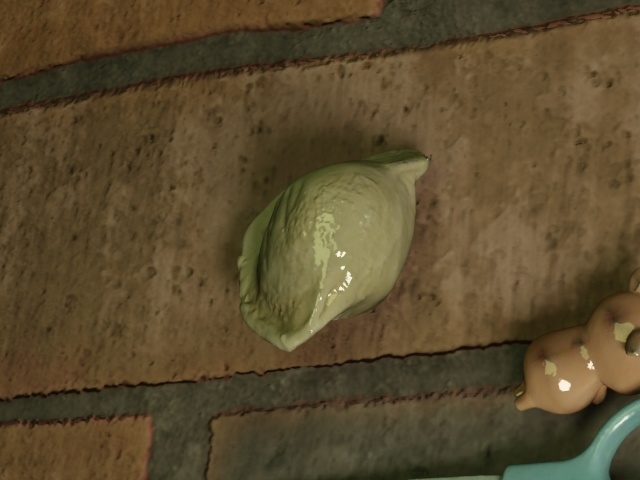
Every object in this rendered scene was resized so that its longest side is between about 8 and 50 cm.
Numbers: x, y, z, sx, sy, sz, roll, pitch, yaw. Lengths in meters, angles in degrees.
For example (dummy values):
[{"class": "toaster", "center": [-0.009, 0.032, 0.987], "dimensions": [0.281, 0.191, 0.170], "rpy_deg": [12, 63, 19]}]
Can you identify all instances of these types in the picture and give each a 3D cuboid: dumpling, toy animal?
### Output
[{"class": "dumpling", "center": [-0.002, 0.003, 1.628], "dimensions": [0.166, 0.126, 0.216], "rpy_deg": [-4, 68, 42]}, {"class": "toy animal", "center": [0.216, 0.091, 1.499], "dimensions": [0.150, 0.089, 0.083], "rpy_deg": [-37, 60, 18]}]

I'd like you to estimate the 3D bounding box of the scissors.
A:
[{"class": "scissors", "center": [0.117, 0.210, 1.498], "dimensions": [0.447, 0.029, 0.192], "rpy_deg": [-4, 61, 35]}]
